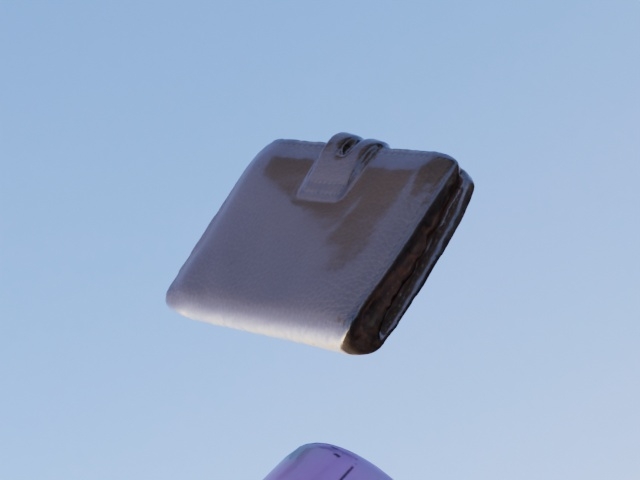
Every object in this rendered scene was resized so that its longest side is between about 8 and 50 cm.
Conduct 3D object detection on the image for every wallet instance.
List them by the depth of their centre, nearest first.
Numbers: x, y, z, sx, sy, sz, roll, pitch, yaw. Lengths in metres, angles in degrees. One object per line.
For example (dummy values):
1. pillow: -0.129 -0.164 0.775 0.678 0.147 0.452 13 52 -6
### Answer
1. wallet: 0.000 0.000 0.954 0.039 0.153 0.118 44 -110 -32

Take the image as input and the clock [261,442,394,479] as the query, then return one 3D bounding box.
1. clock: 0.066 0.189 0.650 0.090 0.248 0.227 -44 -20 -30
